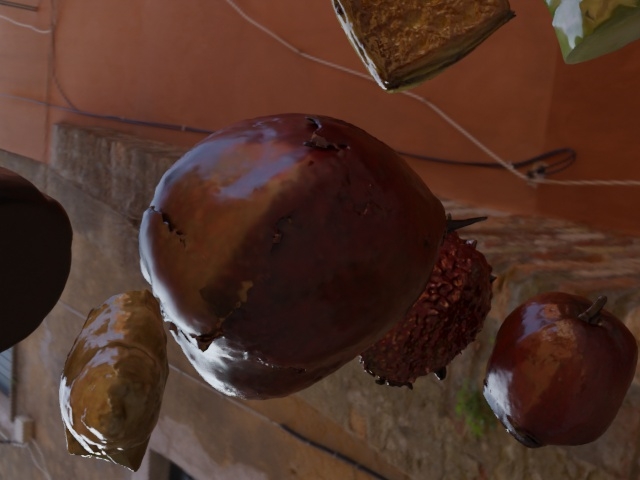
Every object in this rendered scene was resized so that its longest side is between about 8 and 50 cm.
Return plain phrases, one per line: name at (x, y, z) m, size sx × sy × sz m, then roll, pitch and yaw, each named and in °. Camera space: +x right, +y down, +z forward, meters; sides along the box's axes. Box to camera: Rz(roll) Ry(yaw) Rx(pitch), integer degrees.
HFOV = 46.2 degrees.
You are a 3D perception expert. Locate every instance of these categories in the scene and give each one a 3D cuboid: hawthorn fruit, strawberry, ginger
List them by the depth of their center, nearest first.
hawthorn fruit at (0.000, 0.000, 0.497) m, size 0.235 × 0.181 × 0.181 m, roll -15°, pitch -66°, yaw -18°
ginger at (-0.200, 0.127, 0.775) m, size 0.115 × 0.122 × 0.193 m, roll 17°, pitch -119°, yaw -21°
hawthorn fruit at (0.344, 0.169, 1.074) m, size 0.215 × 0.215 × 0.249 m, roll -22°, pitch -44°, yaw -39°
strawberry at (0.181, 0.104, 1.157) m, size 0.233 × 0.138 × 0.306 m, roll 51°, pitch -136°, yaw -22°

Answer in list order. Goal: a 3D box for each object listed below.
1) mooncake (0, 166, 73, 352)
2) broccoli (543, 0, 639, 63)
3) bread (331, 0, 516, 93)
mooncake at (-0.492, 0.028, 1.050) m, size 0.283 × 0.141 × 0.283 m, roll -43°, pitch -33°, yaw -37°
broccoli at (0.112, -0.278, 0.485) m, size 0.221 × 0.252 × 0.361 m, roll 74°, pitch -162°, yaw -74°
bread at (0.149, -0.348, 1.115) m, size 0.235 × 0.099 × 0.210 m, roll -28°, pitch -95°, yaw 3°
